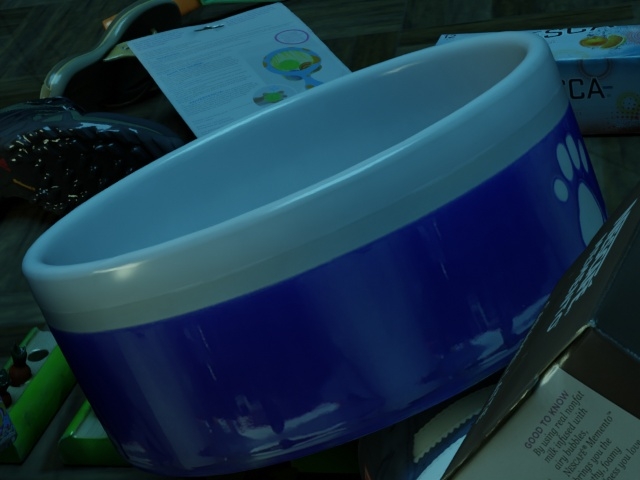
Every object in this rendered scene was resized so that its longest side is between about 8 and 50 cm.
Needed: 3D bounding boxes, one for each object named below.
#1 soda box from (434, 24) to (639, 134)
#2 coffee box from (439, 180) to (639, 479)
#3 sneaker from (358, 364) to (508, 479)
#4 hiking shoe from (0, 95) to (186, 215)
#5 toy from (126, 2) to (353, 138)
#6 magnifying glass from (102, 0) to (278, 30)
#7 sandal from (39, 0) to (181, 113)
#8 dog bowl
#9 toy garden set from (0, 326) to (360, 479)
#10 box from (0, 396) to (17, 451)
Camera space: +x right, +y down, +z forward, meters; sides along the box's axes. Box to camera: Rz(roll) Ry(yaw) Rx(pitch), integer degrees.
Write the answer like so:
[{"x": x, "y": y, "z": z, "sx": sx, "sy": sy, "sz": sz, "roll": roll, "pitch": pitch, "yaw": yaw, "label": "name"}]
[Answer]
[{"x": 0.170, "y": -0.115, "z": 1.067, "sx": 0.183, "sy": 0.063, "sz": 0.058, "roll": 0, "pitch": 31, "yaw": 20, "label": "soda box"}, {"x": 0.184, "y": 0.093, "z": 0.513, "sx": 0.246, "sy": 0.098, "sz": 0.141, "roll": 36, "pitch": 40, "yaw": 3, "label": "coffee box"}, {"x": 0.061, "y": 0.129, "z": 0.617, "sx": 0.148, "sy": 0.131, "sz": 0.350, "roll": -1, "pitch": 24, "yaw": 33, "label": "sneaker"}, {"x": -0.191, "y": -0.075, "z": 1.103, "sx": 0.227, "sy": 0.086, "sz": 0.114, "roll": 0, "pitch": 34, "yaw": 22, "label": "hiking shoe"}, {"x": -0.047, "y": -0.104, "z": 1.137, "sx": 0.137, "sy": 0.056, "sz": 0.237, "roll": -17, "pitch": 33, "yaw": -17, "label": "toy"}, {"x": -0.096, "y": -0.243, "z": 1.392, "sx": 0.231, "sy": 0.092, "sz": 0.026, "roll": -26, "pitch": 34, "yaw": -6, "label": "magnifying glass"}, {"x": -0.167, "y": -0.144, "z": 1.245, "sx": 0.049, "sy": 0.072, "sz": 0.180, "roll": 21, "pitch": 41, "yaw": 22, "label": "sandal"}, {"x": 0.000, "y": 0.000, "z": 0.702, "sx": 0.265, "sy": 0.104, "sz": 0.265, "roll": -22, "pitch": 13, "yaw": 5, "label": "dog bowl"}, {"x": -0.093, "y": 0.099, "z": 0.790, "sx": 0.244, "sy": 0.049, "sz": 0.204, "roll": -1, "pitch": 30, "yaw": 18, "label": "toy garden set"}, {"x": -0.367, "y": 0.092, "z": 0.738, "sx": 0.279, "sy": 0.177, "sz": 0.290, "roll": 5, "pitch": 32, "yaw": 40, "label": "box"}]
